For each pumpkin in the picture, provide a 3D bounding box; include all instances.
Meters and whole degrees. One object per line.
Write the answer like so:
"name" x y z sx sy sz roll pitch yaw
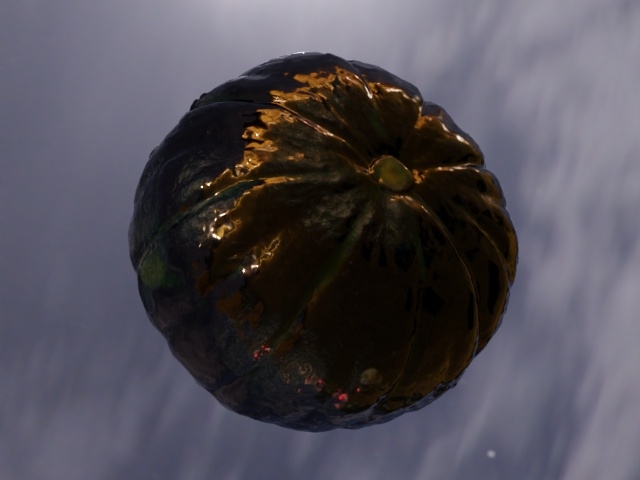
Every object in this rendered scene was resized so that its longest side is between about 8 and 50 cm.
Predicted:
"pumpkin" 0.000 0.000 1.468 0.363 0.363 0.266 -40 -6 -38
